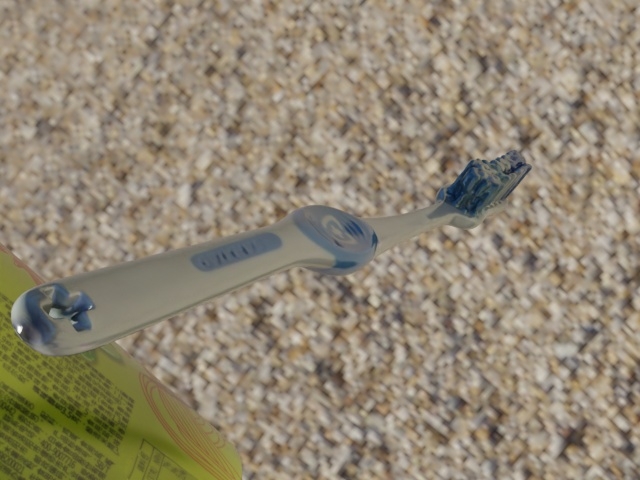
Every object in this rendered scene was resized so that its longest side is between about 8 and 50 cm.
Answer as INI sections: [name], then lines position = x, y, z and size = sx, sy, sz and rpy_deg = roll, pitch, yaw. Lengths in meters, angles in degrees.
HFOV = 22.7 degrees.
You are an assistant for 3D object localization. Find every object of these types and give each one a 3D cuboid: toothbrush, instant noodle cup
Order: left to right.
[instant noodle cup]
position = -0.195, 0.140, 0.783
size = 0.311, 0.221, 0.311
rpy_deg = -50, 13, 17
[toothbrush]
position = -0.003, 0.003, 0.718
size = 0.040, 0.386, 0.040
rpy_deg = 8, 105, 33
